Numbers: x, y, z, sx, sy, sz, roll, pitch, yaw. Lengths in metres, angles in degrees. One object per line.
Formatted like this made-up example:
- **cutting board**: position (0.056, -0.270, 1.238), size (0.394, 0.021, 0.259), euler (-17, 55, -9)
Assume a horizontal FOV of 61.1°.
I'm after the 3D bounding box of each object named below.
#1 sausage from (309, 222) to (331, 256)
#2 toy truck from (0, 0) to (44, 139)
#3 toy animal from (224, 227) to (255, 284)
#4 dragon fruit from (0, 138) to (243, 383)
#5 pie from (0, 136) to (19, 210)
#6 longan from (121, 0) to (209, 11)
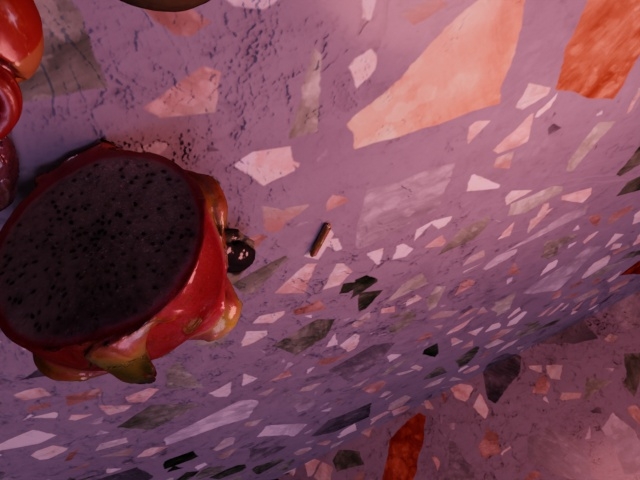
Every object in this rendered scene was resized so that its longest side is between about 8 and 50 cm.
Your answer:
- **sausage**: position (0.000, 0.000, 1.045), size (0.015, 0.015, 0.100), euler (-3, 141, -30)
- **toy truck**: position (-0.345, -0.202, 0.402), size (0.265, 0.189, 0.239), euler (-14, 136, -17)
- **toy animal**: position (-0.205, 0.056, 0.932), size (0.225, 0.093, 0.121), euler (-45, 151, 25)
- **dragon fruit**: position (-0.242, 0.045, 0.713), size (0.306, 0.305, 0.225), euler (-22, 150, -4)
- **pie**: position (-0.461, -0.081, 0.602), size (0.219, 0.054, 0.204), euler (-15, 146, -15)
- **longan**: position (-0.142, -0.281, 0.433), size (0.168, 0.167, 0.187), euler (-20, 142, -8)
